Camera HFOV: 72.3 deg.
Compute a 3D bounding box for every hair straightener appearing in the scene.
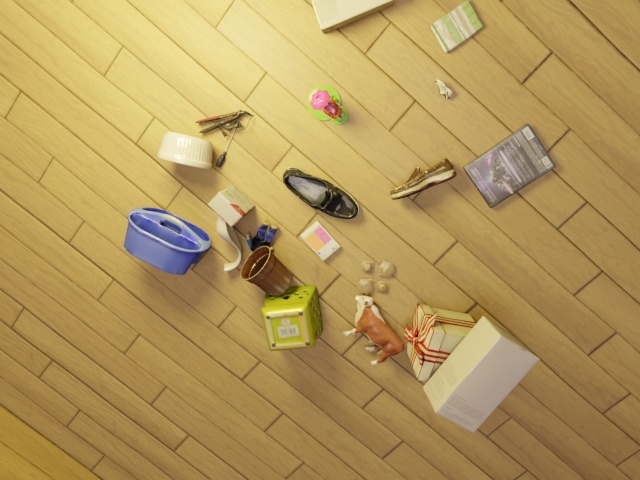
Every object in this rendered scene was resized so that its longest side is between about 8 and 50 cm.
[{"bbox_3d":[-0.373,-0.455,1.732,0.231,0.047,0.089,-12,104,5],"label":"hair straightener"}]

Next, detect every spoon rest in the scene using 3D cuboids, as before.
[{"bbox_3d":[-0.376,-0.004,1.820,0.084,0.137,0.276,-4,120,-6],"label":"spoon rest"}]

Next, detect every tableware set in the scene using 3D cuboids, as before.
[{"bbox_3d":[0.229,0.154,1.837,0.141,0.020,0.168,10,105,2],"label":"tableware set"}]

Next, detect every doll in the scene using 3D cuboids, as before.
[{"bbox_3d":[-0.253,0.003,1.837,0.129,0.046,0.189,25,113,-10],"label":"doll"}]

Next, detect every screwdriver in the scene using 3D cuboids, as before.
[{"bbox_3d":[-0.379,-0.370,1.761,0.024,0.025,0.169,28,107,-2],"label":"screwdriver"}]

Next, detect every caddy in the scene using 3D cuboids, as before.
[{"bbox_3d":[-0.617,-0.017,1.776,0.341,0.241,0.179,27,113,-2],"label":"caddy"}]

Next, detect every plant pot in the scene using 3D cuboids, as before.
[{"bbox_3d":[-0.213,0.137,1.800,0.167,0.167,0.165,-37,121,14],"label":"plant pot"},{"bbox_3d":[-0.122,0.333,1.830,0.228,0.207,0.227,-7,104,7],"label":"plant pot"}]

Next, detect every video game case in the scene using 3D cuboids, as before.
[{"bbox_3d":[0.713,-0.278,1.661,0.274,0.026,0.196,-35,99,15],"label":"video game case"}]

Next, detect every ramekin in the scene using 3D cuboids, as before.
[{"bbox_3d":[-0.516,-0.348,1.694,0.207,0.207,0.108,13,97,3],"label":"ramekin"}]

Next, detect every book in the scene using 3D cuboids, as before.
[{"bbox_3d":[0.000,0.000,1.816,0.096,0.035,0.144,-39,98,12],"label":"book"}]

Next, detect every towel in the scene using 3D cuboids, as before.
[{"bbox_3d":[0.483,-0.759,1.560,0.152,0.023,0.113,-33,102,12],"label":"towel"}]

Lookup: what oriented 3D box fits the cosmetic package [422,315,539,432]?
[{"bbox_3d":[0.572,0.485,1.586,0.197,0.155,0.365,33,101,-14],"label":"cosmetic package"}]

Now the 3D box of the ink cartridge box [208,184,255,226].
[{"bbox_3d":[-0.348,-0.141,1.742,0.072,0.175,0.127,-43,96,18],"label":"ink cartridge box"}]

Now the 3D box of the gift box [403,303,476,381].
[{"bbox_3d":[0.486,0.395,1.764,0.258,0.255,0.276,10,103,-5],"label":"gift box"}]

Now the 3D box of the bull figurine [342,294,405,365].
[{"bbox_3d":[0.218,0.381,1.860,0.188,0.101,0.310,-39,93,21],"label":"bull figurine"}]

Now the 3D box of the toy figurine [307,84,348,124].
[{"bbox_3d":[0.023,-0.493,1.611,0.173,0.159,0.130,39,106,-5],"label":"toy figurine"}]

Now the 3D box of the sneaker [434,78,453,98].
[{"bbox_3d":[0.447,-0.556,1.611,0.083,0.032,0.037,41,105,-5],"label":"sneaker"}]

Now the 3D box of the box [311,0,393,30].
[{"bbox_3d":[0.115,-0.837,1.540,0.275,0.094,0.113,-17,103,10],"label":"box"}]

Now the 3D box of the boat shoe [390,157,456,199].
[{"bbox_3d":[0.382,-0.239,1.684,0.258,0.095,0.095,-22,88,6],"label":"boat shoe"}]

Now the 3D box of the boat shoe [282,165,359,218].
[{"bbox_3d":[-0.001,-0.179,1.723,0.340,0.113,0.127,35,106,-4],"label":"boat shoe"}]
